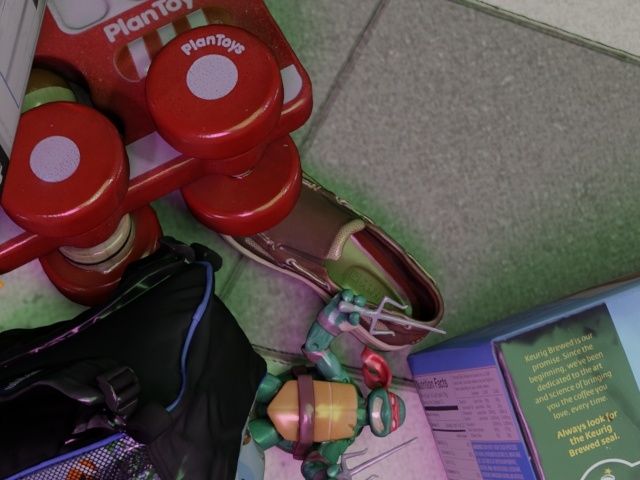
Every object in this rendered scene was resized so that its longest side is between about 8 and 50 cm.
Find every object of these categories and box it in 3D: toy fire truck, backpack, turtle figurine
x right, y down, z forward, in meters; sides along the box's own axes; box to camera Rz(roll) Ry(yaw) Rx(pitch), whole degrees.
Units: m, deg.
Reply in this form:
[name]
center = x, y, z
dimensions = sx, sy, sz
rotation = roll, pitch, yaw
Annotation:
[toy fire truck]
center = -0.163, -0.112, 1.092
dimensions = 0.302, 0.169, 0.254
rotation = -27, 65, -6
[backpack]
center = -0.174, 0.154, 0.982
dimensions = 0.263, 0.276, 0.213
rotation = -17, 108, 12
[turtle figurine]
center = -0.010, 0.139, 1.146
dimensions = 0.234, 0.118, 0.175
rotation = -1, 66, -10

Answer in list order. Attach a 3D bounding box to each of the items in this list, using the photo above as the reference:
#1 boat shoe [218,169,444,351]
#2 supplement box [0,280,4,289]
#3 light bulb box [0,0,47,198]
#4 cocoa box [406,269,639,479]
[boat shoe]
center = 0.004, -0.006, 1.189
dimensions = 0.257, 0.095, 0.095
rotation = 36, 68, -15
[supplement box]
center = -0.274, 0.055, 1.046
dimensions = 0.036, 0.098, 0.062
rotation = 36, 69, -11
[light bulb box]
center = -0.385, -0.126, 0.890
dimensions = 0.357, 0.225, 0.361
rotation = 8, 75, 4
[cocoa box]
center = 0.290, 0.141, 1.191
dimensions = 0.347, 0.231, 0.228
rotation = -18, 87, -16
